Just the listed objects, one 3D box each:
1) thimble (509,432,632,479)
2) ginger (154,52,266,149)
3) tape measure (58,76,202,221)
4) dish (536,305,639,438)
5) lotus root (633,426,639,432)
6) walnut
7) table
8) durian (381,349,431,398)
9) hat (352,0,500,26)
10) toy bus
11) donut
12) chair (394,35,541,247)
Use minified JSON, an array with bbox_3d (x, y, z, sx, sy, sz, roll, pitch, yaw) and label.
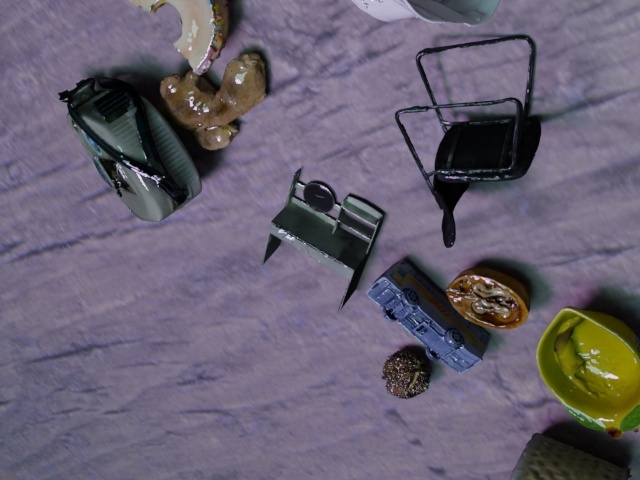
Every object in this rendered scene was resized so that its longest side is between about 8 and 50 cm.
[{"bbox_3d":[0.333,0.430,1.374,0.150,0.271,0.271,21,133,21],"label":"thimble"},{"bbox_3d":[-0.161,-0.208,1.357,0.133,0.059,0.214,40,138,-5],"label":"ginger"},{"bbox_3d":[-0.290,-0.139,1.419,0.235,0.115,0.207,58,161,-18],"label":"tape measure"},{"bbox_3d":[0.375,0.160,1.262,0.149,0.080,0.208,-6,116,41],"label":"dish"},{"bbox_3d":[0.455,0.218,1.268,0.073,0.062,0.150,47,138,11],"label":"lotus root"},{"bbox_3d":[0.239,0.074,1.310,0.121,0.052,0.091,17,133,26],"label":"walnut"},{"bbox_3d":[0.000,0.000,1.410,0.146,0.062,0.175,30,138,12],"label":"table"},{"bbox_3d":[0.129,0.210,1.477,0.091,0.080,0.080,-10,117,42],"label":"durian"},{"bbox_3d":[0.096,-0.316,1.037,0.203,0.203,0.126,57,153,-16],"label":"hat"},{"bbox_3d":[0.159,0.110,1.376,0.190,0.075,0.064,43,138,-3],"label":"toy bus"},{"bbox_3d":[-0.178,-0.316,1.270,0.166,0.065,0.108,50,122,2],"label":"donut"},{"bbox_3d":[0.192,-0.109,1.141,0.145,0.140,0.221,-2,130,23],"label":"chair"}]
